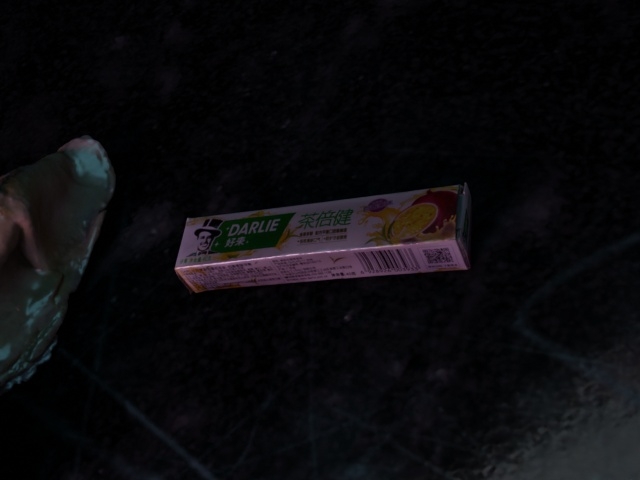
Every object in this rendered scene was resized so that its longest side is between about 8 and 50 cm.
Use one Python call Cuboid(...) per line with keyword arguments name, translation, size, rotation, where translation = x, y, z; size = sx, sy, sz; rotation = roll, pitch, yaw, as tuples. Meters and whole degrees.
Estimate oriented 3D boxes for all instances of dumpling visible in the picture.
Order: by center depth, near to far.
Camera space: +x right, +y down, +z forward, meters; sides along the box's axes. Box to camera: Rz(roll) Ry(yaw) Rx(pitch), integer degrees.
Cuboid(name="dumpling", translation=(-0.276, 0.043, 0.696), size=(0.332, 0.086, 0.166), rotation=(-47, 46, -12))

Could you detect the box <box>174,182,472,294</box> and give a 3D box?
Cuboid(name="box", translation=(0.000, 0.000, 0.632), size=(0.207, 0.041, 0.049), rotation=(-6, 53, 20))
